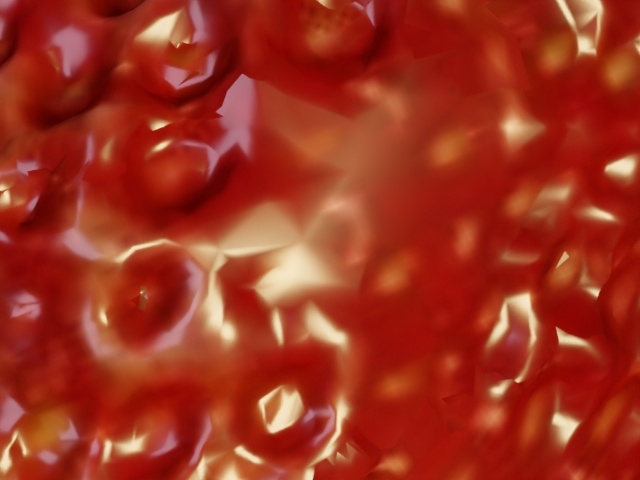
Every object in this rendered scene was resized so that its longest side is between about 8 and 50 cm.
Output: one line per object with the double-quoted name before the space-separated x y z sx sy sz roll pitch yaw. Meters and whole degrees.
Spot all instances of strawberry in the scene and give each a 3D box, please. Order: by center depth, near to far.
"strawberry" -0.010 0.010 0.505 0.310 0.292 0.291 -14 82 34
